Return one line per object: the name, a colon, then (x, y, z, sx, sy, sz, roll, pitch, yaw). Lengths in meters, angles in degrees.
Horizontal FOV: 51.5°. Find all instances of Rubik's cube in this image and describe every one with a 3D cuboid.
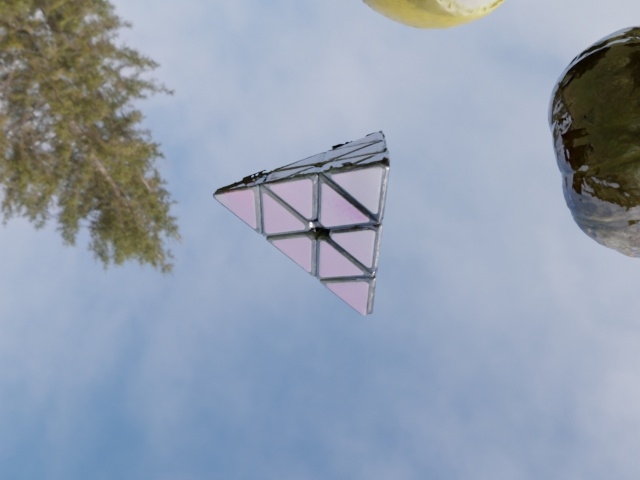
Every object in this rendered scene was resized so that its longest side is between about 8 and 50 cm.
Rubik's cube: (0.000, 0.000, 0.692, 0.190, 0.178, 0.211, -11, -167, 11)

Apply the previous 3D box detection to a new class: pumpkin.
pumpkin: (0.309, -0.089, 0.606, 0.162, 0.219, 0.219, -9, -135, 43)

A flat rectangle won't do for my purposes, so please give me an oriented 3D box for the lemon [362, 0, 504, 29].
lemon: (0.117, -0.374, 0.770, 0.240, 0.240, 0.219, -41, -133, -15)
